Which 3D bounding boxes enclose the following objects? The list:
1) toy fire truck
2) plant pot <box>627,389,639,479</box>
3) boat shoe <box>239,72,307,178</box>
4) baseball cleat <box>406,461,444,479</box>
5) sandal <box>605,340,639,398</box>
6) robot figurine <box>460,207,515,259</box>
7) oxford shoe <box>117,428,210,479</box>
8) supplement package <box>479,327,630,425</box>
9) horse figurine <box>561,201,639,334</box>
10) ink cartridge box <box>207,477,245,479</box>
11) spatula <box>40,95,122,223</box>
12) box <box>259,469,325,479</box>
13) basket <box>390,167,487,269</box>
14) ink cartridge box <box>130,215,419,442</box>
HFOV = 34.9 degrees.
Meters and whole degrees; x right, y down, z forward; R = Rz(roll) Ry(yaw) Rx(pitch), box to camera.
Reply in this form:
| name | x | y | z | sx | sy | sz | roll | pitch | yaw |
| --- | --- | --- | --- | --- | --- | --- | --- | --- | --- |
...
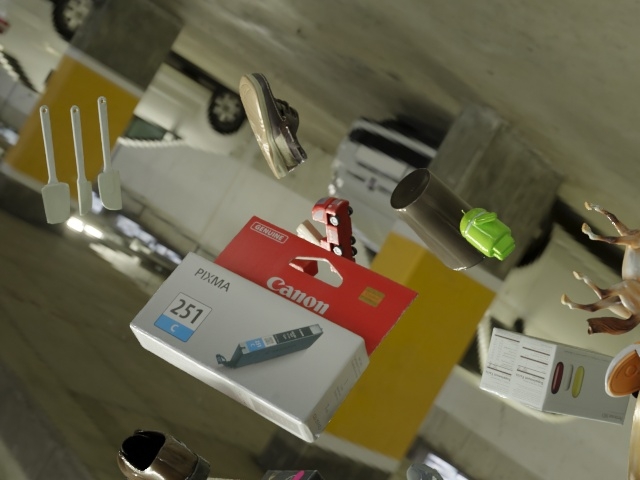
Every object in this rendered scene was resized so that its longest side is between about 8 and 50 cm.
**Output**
| name | x | y | z | sx | sy | sz | roll | pitch | yaw |
| --- | --- | --- | --- | --- | --- | --- | --- | --- | --- |
| toy fire truck | 0.000 | 0.000 | 1.888 | 0.135 | 0.047 | 0.192 | 16 | 128 | 35 |
| plant pot | 0.440 | 0.311 | 1.356 | 0.032 | 0.236 | 0.236 | 5 | 175 | 11 |
| boat shoe | -0.088 | -0.240 | 2.045 | 0.103 | 0.092 | 0.285 | 54 | 169 | 37 |
| baseball cleat | 0.205 | 0.493 | 1.875 | 0.109 | 0.072 | 0.206 | -1 | -144 | -39 |
| sandal | 0.633 | 0.221 | 1.798 | 0.076 | 0.265 | 0.102 | -121 | 18 | -61 |
| robot figurine | 0.311 | -0.015 | 1.914 | 0.115 | 0.067 | 0.101 | 41 | 172 | 28 |
| oxford shoe | -0.236 | 0.291 | 1.400 | 0.096 | 0.083 | 0.227 | 42 | 154 | -20 |
| supplement package | 0.528 | 0.301 | 2.258 | 0.261 | 0.145 | 0.204 | 14 | 179 | -32 |
| horse figurine | 0.500 | 0.048 | 1.670 | 0.174 | 0.263 | 0.066 | 17 | 164 | 0 |
| ink cartridge box | -0.162 | 0.488 | 1.802 | 0.198 | 0.067 | 0.115 | 18 | -140 | -44 |
| spatula | -0.489 | -0.163 | 2.060 | 0.168 | 0.242 | 0.019 | -13 | -158 | -28 |
| box | -0.012 | 0.507 | 1.577 | 0.270 | 0.165 | 0.143 | 52 | 146 | -14 |
| basket | 0.289 | -0.057 | 2.476 | 0.227 | 0.154 | 0.204 | 41 | 177 | -27 |
| ink cartridge box | -0.061 | 0.091 | 1.360 | 0.296 | 0.261 | 0.066 | 24 | 152 | 27 |
